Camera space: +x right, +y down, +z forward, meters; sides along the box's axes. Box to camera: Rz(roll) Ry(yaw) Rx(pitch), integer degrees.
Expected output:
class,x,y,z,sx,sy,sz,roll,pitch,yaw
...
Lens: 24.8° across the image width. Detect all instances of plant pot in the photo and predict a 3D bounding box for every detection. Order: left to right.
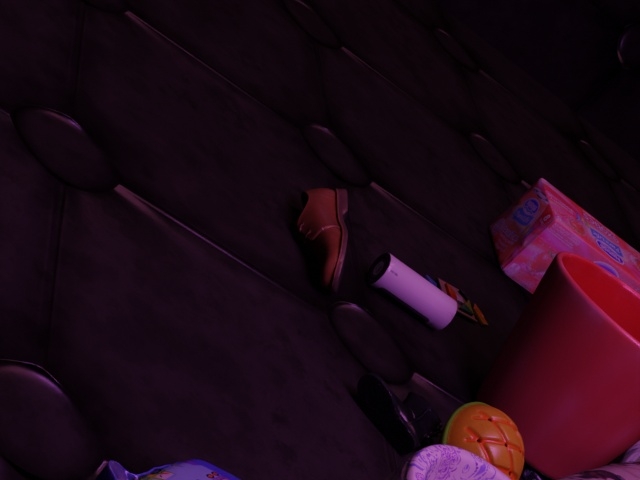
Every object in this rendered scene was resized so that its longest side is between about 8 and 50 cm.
class,x,y,z,sx,sy,sz,roll,pitch,yaw
plant pot,0.368,0.192,2.048,0.275,0.243,0.275,33,18,-13

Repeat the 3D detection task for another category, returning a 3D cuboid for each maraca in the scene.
class,x,y,z,sx,sy,sz,roll,pitch,yaw
maraca,0.194,0.283,1.825,0.127,0.099,0.185,44,47,-10

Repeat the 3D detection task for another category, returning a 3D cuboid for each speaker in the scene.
class,x,y,z,sx,sy,sz,roll,pitch,yaw
speaker,0.135,0.075,2.129,0.136,0.055,0.055,35,24,-22

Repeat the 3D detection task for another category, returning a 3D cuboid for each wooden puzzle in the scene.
class,x,y,z,sx,sy,sz,roll,pitch,yaw
wooden puzzle,0.217,0.093,2.293,0.116,0.014,0.078,24,30,-39

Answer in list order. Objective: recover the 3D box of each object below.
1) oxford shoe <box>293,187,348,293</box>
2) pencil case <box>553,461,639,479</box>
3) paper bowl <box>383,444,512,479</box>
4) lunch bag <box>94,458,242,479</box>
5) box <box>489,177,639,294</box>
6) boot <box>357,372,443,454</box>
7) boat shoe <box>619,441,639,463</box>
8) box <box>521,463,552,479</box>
class,x,y,z,sx,sy,sz,roll,pitch,yaw
oxford shoe,0.000,0.000,2.040,0.076,0.076,0.212,7,34,-8
pencil case,0.361,0.381,1.850,0.183,0.160,0.410,42,19,27
paper bowl,0.151,0.368,1.527,0.284,0.148,0.284,37,23,-18
lunch bag,-0.093,0.298,1.286,0.293,0.138,0.221,41,23,16
box,0.465,0.047,2.627,0.300,0.142,0.154,35,25,-22
boot,0.104,0.214,1.850,0.121,0.045,0.099,56,26,8
boat shoe,0.600,0.399,2.194,0.320,0.118,0.103,23,28,18
box,0.318,0.348,2.015,0.067,0.018,0.083,14,37,-52
